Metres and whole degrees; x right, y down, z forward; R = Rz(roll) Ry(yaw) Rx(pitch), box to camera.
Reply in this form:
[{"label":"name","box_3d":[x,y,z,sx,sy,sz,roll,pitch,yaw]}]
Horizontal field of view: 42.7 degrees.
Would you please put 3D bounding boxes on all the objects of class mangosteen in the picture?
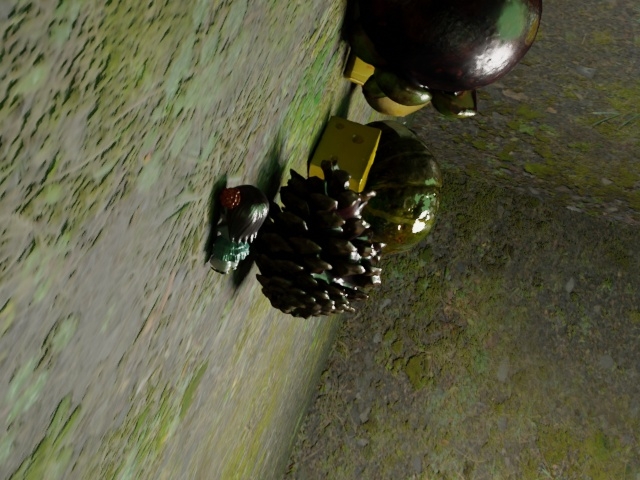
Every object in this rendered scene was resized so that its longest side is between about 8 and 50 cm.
[{"label":"mangosteen","box_3d":[0.188,-0.356,1.260,0.311,0.311,0.311,18,90,-83]}]

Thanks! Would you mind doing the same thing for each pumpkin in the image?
[{"label":"pumpkin","box_3d":[0.126,-0.090,1.544,0.260,0.189,0.260,-1,-91,58]}]

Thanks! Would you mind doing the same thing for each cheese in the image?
[{"label":"cheese","box_3d":[0.032,-0.103,1.411,0.171,0.093,0.126,100,9,-51]}]

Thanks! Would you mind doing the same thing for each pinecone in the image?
[{"label":"pinecone","box_3d":[-0.002,0.004,1.114,0.184,0.179,0.204,129,-27,-64]}]

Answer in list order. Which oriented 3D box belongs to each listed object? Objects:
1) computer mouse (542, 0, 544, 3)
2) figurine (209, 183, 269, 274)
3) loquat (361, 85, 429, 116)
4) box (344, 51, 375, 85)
[{"label":"computer mouse","box_3d":[0.268,-0.495,1.468,0.114,0.203,0.374,-38,-148,1]},{"label":"figurine","box_3d":[-0.093,-0.012,0.875,0.060,0.047,0.106,-9,132,-42]},{"label":"loquat","box_3d":[0.148,-0.315,1.538,0.172,0.149,0.204,-37,173,34]},{"label":"box","box_3d":[0.101,-0.341,1.416,0.023,0.087,0.155,21,-86,54]}]
